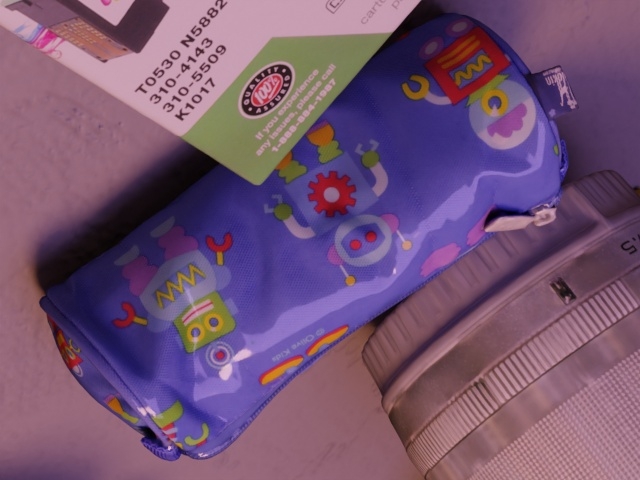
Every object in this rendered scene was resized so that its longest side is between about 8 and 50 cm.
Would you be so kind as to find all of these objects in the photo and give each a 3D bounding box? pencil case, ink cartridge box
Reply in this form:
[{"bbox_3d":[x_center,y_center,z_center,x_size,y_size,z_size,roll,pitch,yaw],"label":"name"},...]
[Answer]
[{"bbox_3d":[0.000,0.000,0.999,0.306,0.133,0.119,-35,165,-6],"label":"pencil case"},{"bbox_3d":[-0.071,-0.176,0.791,0.201,0.117,0.278,-49,139,9],"label":"ink cartridge box"}]

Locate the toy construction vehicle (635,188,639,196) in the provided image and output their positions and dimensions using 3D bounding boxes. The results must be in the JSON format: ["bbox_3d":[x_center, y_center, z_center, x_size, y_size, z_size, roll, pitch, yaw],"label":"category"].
[{"bbox_3d":[0.254,-0.015,1.258,0.098,0.035,0.086,-23,137,-20],"label":"toy construction vehicle"}]

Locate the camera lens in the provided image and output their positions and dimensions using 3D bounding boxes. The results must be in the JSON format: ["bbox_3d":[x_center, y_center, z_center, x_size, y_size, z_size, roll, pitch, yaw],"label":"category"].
[{"bbox_3d":[0.182,0.124,1.096,0.219,0.274,0.219,-34,167,-9],"label":"camera lens"}]
